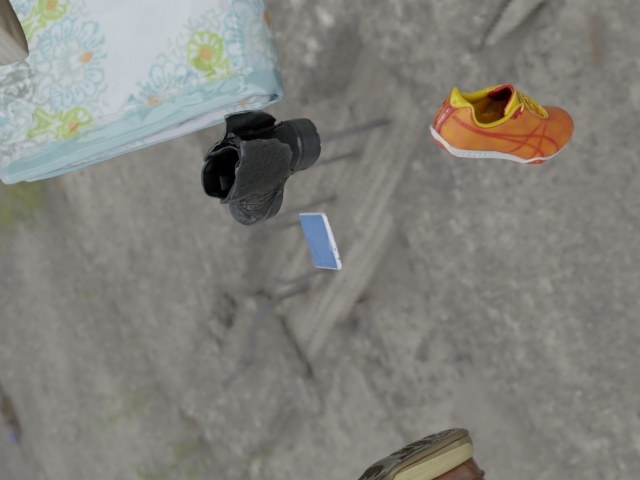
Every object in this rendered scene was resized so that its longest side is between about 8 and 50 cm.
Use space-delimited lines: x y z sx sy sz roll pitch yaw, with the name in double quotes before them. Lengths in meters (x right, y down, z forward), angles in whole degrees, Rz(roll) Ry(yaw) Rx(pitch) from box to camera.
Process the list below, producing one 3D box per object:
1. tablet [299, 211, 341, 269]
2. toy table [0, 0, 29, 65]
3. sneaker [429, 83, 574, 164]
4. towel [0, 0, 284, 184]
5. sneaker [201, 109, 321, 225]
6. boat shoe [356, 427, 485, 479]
"tablet" 0.000 0.000 1.343 0.083 0.006 0.054 -177 69 -74
"toy table" -0.286 -0.249 1.074 0.252 0.274 0.161 30 -140 -64
"sneaker" 0.180 -0.111 1.352 0.064 0.175 0.067 54 130 29
"towel" -0.241 -0.255 1.622 0.090 0.374 0.321 5 -110 -71
"sneaker" -0.060 -0.053 1.125 0.051 0.089 0.170 64 146 14
"boat shoe" 0.017 0.166 0.800 0.060 0.178 0.064 64 163 1
